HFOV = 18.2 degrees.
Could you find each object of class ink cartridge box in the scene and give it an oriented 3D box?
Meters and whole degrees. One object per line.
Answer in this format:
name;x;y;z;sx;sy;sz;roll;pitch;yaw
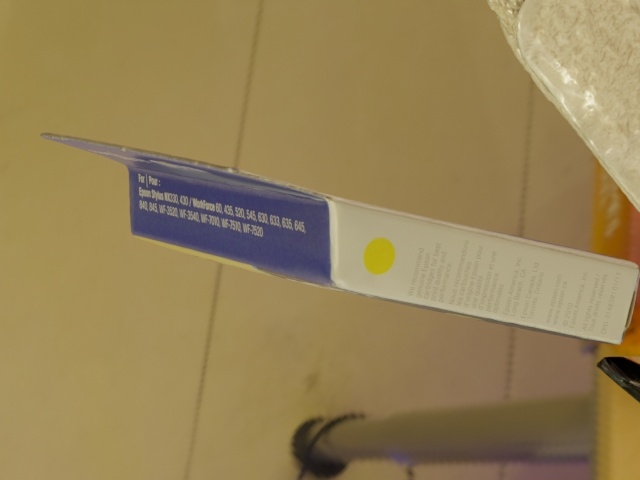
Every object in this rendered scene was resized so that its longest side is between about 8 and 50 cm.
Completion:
ink cartridge box;0.000;0.000;1.332;0.307;0.303;0.072;11;91;-29

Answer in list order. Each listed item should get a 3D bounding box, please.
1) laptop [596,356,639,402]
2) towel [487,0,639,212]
laptop;0.169;0.171;0.630;0.136;0.234;0.264;1;87;19
towel;0.225;-0.083;1.011;0.187;0.049;0.282;-42;111;2
